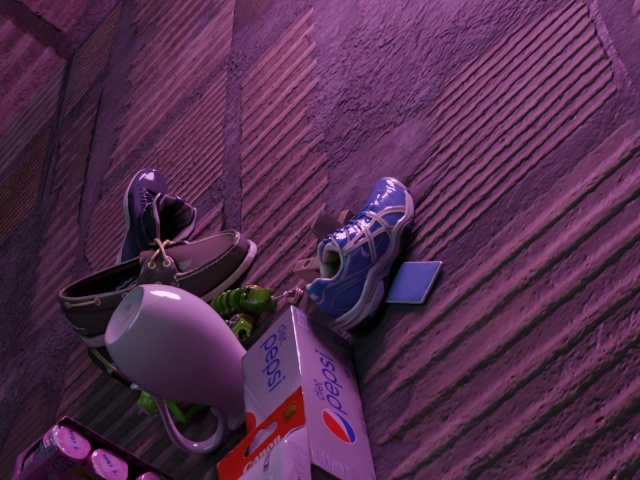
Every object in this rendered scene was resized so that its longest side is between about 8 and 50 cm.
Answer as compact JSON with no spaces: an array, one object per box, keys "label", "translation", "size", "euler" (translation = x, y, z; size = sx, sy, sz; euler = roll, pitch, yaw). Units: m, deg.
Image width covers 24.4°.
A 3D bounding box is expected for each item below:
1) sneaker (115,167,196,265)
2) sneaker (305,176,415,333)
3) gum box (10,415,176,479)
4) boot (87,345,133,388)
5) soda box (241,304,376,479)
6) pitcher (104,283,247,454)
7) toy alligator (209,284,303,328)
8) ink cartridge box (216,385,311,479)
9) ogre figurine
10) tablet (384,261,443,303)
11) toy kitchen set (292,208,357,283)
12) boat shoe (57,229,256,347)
[{"label":"sneaker","translation":[-0.253,-0.053,2.353],"size":[0.163,0.086,0.226],"euler":[-46,32,45]},{"label":"sneaker","translation":[0.048,0.003,1.728],"size":[0.080,0.081,0.211],"euler":[-37,26,50]},{"label":"gum box","translation":[-0.281,0.301,1.820],"size":[0.107,0.188,0.062],"euler":[-41,27,30]},{"label":"boot","translation":[-0.276,0.129,2.195],"size":[0.137,0.077,0.198],"euler":[-48,25,2]},{"label":"soda box","translation":[-0.017,0.198,1.581],"size":[0.098,0.091,0.286],"euler":[-47,25,20]},{"label":"pitcher","translation":[-0.166,0.159,1.774],"size":[0.177,0.207,0.125],"euler":[-49,23,15]},{"label":"toy alligator","translation":[-0.098,0.081,1.942],"size":[0.190,0.051,0.056],"euler":[-25,37,49]},{"label":"ink cartridge box","translation":[-0.071,0.234,1.467],"size":[0.145,0.045,0.179],"euler":[-45,29,23]},{"label":"ogre figurine","translation":[-0.170,0.169,1.921],"size":[0.197,0.096,0.118],"euler":[-8,31,40]},{"label":"tablet","translation":[0.104,0.048,1.663],"size":[0.083,0.006,0.054],"euler":[-3,55,62]},{"label":"toy kitchen set","translation":[0.000,0.000,1.845],"size":[0.075,0.068,0.083],"euler":[-13,46,57]},{"label":"boat shoe","translation":[-0.236,0.055,2.113],"size":[0.305,0.091,0.109],"euler":[-25,28,19]}]
